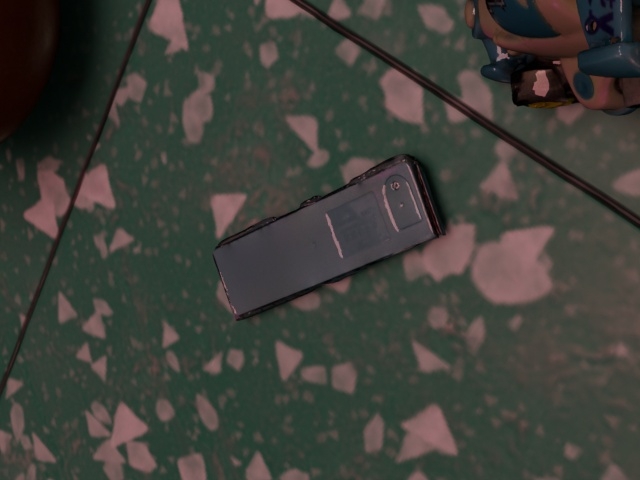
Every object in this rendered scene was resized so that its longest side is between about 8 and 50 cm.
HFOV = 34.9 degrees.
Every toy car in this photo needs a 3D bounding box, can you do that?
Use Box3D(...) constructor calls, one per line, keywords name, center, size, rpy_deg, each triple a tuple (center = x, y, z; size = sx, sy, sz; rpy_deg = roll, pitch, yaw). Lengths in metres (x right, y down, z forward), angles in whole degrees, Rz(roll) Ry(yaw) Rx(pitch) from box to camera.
Box3D(name="toy car", center=(0.113, -0.122, 0.481), size=(0.161, 0.098, 0.126), rpy_deg=(4, 97, 52))

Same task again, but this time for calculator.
Box3D(name="calculator", center=(0.000, 0.000, 0.637), size=(0.172, 0.018, 0.057), rpy_deg=(-25, 79, 35))

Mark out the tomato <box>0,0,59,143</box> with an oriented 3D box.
Box3D(name="tomato", center=(-0.311, -0.167, 0.717), size=(0.255, 0.224, 0.256), rpy_deg=(3, 96, 31))
